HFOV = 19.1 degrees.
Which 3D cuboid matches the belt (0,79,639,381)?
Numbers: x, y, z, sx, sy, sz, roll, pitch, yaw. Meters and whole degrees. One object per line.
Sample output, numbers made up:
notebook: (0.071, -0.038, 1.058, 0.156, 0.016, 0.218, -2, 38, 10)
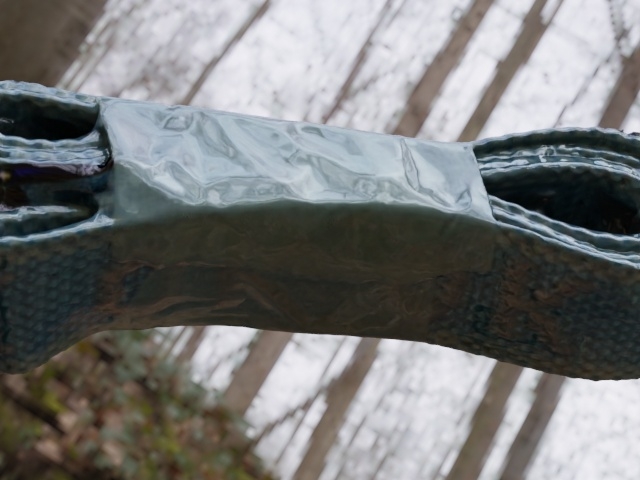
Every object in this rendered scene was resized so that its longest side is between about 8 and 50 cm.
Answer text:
belt: (0.000, 0.000, 0.674, 0.302, 0.087, 0.072, 3, -40, -16)
